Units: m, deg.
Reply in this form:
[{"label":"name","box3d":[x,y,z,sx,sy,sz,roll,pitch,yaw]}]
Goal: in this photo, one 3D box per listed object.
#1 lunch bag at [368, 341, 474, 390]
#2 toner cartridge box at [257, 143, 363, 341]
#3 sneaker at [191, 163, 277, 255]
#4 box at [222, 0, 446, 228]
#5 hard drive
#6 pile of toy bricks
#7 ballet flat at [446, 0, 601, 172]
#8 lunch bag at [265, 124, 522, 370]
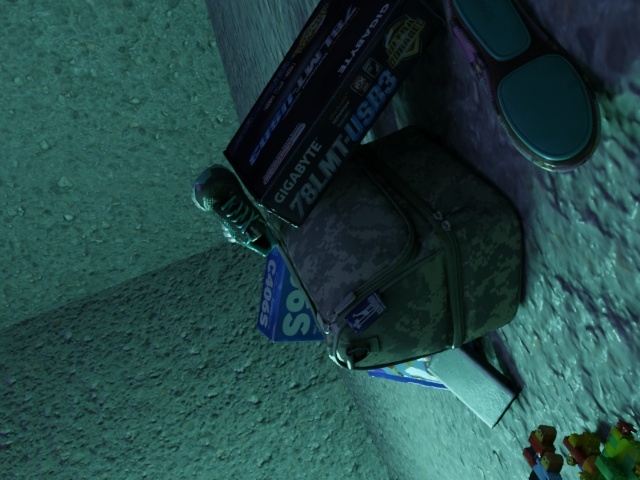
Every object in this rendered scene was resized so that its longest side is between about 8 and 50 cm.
[{"label":"lunch bag","box3d":[0.167,0.139,1.082,0.293,0.138,0.221,-1,108,70]},{"label":"toner cartridge box","box3d":[0.000,0.000,1.070,0.075,0.165,0.348,24,108,57]},{"label":"sneaker","box3d":[-0.100,-0.034,0.779,0.076,0.065,0.166,35,170,30]},{"label":"box","box3d":[-0.006,-0.191,0.821,0.073,0.295,0.293,31,-171,-24]},{"label":"hard drive","box3d":[0.229,0.210,0.940,0.135,0.022,0.094,42,140,28]},{"label":"pile of toy bricks","box3d":[0.298,0.235,0.621,0.212,0.118,0.105,-111,35,-71]},{"label":"ballet flat","box3d":[0.176,-0.140,0.541,0.079,0.077,0.221,48,-162,-59]},{"label":"lunch bag","box3d":[0.081,0.012,0.815,0.305,0.256,0.212,-123,14,-49]}]
